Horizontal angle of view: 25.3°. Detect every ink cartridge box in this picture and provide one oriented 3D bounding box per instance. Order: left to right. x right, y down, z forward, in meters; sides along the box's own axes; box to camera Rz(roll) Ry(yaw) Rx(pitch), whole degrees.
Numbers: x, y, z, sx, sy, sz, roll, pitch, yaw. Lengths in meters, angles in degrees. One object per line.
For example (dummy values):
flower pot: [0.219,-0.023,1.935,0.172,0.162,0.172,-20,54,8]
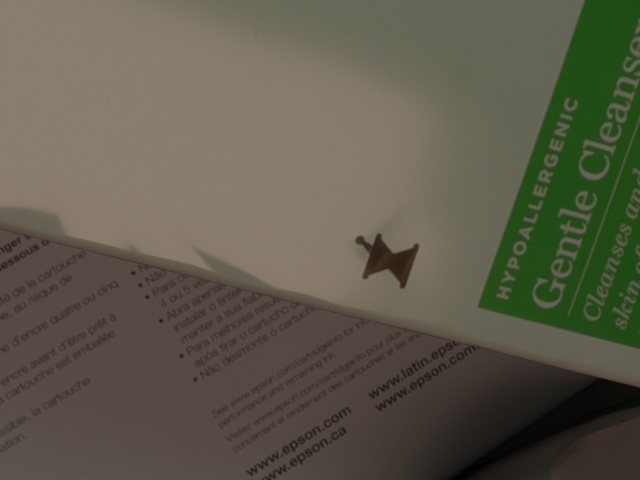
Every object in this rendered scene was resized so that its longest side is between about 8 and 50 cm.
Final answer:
ink cartridge box: [-0.092,-0.007,0.558,0.324,0.071,0.330,-31,97,-13]

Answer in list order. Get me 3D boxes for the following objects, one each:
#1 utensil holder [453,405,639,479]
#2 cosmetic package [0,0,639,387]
utensil holder: [0.061,0.280,0.654,0.327,0.327,0.385,26,142,-26]
cosmetic package: [-0.025,-0.094,0.444,0.365,0.155,0.197,13,101,-18]
